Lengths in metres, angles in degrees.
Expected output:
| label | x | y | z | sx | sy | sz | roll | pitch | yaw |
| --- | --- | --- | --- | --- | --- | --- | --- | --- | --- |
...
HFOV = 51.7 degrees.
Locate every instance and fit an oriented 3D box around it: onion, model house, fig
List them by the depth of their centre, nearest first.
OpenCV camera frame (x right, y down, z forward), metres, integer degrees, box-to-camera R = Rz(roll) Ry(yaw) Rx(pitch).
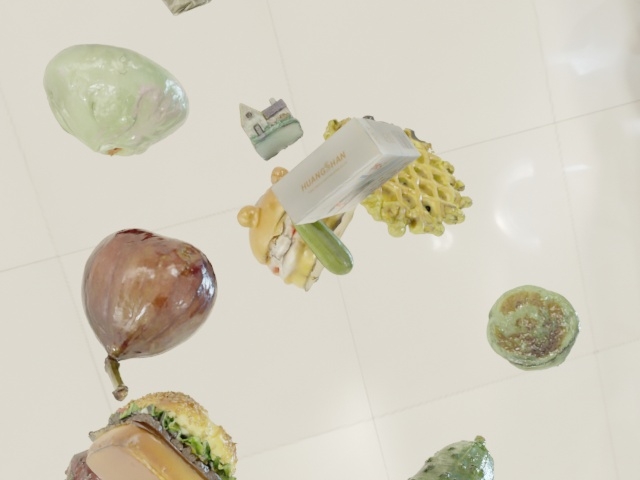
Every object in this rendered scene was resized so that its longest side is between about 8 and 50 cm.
| label | x | y | z | sx | sy | sz | roll | pitch | yaw |
| --- | --- | --- | --- | --- | --- | --- | --- | --- | --- |
| fig | -0.275 | 0.110 | 0.990 | 0.204 | 0.186 | 0.249 | 21 | 70 | 9 |
| onion | -0.360 | 0.385 | 1.054 | 0.097 | 0.107 | 0.107 | -6 | 101 | -24 |
| model house | -0.101 | -0.229 | 1.274 | 0.101 | 0.088 | 0.100 | -32 | 70 | 3 |

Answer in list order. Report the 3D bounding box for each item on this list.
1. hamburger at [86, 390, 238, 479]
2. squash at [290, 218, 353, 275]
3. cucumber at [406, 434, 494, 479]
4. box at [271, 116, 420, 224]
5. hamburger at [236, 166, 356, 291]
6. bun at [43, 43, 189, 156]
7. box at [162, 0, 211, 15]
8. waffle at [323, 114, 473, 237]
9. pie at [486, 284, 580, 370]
| label | x | y | z | sx | sy | sz | roll | pitch | yaw |
| --- | --- | --- | --- | --- | --- | --- | --- | --- | --- |
| hamburger | -0.151 | 0.208 | 0.648 | 0.137 | 0.166 | 0.087 | 49 | 49 | -12 |
| squash | 0.000 | 0.000 | 1.414 | 0.066 | 0.066 | 0.201 | -43 | 113 | 1 |
| cucumber | 0.224 | 0.398 | 1.090 | 0.134 | 0.244 | 0.134 | 14 | 117 | 30 |
| box | 0.044 | -0.099 | 0.925 | 0.149 | 0.233 | 0.067 | -40 | 82 | 20 |
| hamburger | -0.064 | -0.037 | 1.591 | 0.237 | 0.276 | 0.276 | 30 | 95 | 6 |
| bun | -0.418 | -0.257 | 1.334 | 0.293 | 0.293 | 0.187 | 14 | 78 | -10 |
| box | -0.156 | -0.292 | 0.697 | 0.098 | 0.045 | 0.062 | 51 | 52 | -2 |
| waffle | 0.153 | -0.132 | 1.289 | 0.307 | 0.312 | 0.060 | 56 | 133 | 19 |
| pie | 0.542 | 0.221 | 1.691 | 0.240 | 0.240 | 0.054 | -38 | 141 | 0 |
